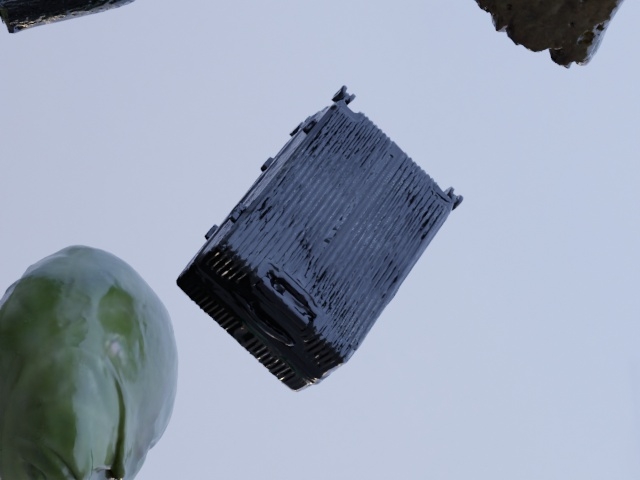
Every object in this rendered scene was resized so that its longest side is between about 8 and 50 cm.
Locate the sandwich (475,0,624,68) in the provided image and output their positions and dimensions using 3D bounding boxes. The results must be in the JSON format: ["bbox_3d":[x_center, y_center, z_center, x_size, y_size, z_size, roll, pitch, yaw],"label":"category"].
[{"bbox_3d":[0.265,-0.330,1.167,0.131,0.262,0.325,29,-61,4],"label":"sandwich"}]

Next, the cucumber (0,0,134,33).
[{"bbox_3d":[-0.393,-0.379,2.175,0.067,0.245,0.067,-12,90,-87],"label":"cucumber"}]

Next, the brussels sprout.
[{"bbox_3d":[-0.309,0.164,1.728,0.247,0.328,0.328,11,-61,24],"label":"brussels sprout"}]

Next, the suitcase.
[{"bbox_3d":[0.000,0.000,1.749,0.229,0.335,0.152,43,-36,-8],"label":"suitcase"}]
